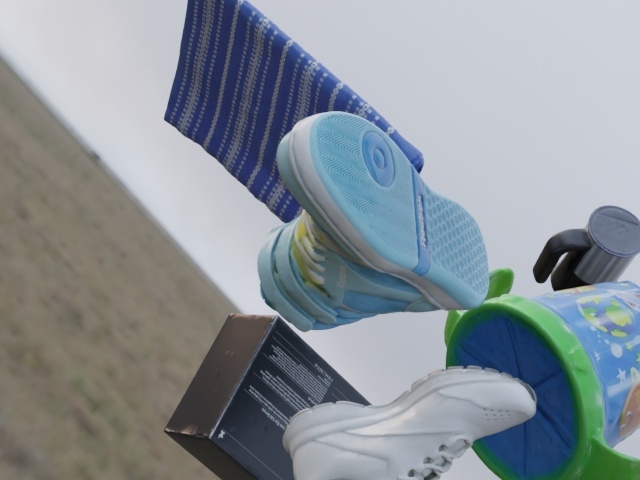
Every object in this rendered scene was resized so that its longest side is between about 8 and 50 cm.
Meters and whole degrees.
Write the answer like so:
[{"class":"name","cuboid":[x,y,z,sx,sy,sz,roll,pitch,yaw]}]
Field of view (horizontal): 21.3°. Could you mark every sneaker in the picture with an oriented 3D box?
[{"class":"sneaker","cuboid":[0.104,0.231,1.898,0.111,0.297,0.129,51,25,-49]},{"class":"sneaker","cuboid":[0.000,0.000,1.541,0.319,0.208,0.127,39,45,-50]}]

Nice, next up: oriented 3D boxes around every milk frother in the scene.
[{"class":"milk frother","cuboid":[0.365,0.054,2.248,0.143,0.129,0.135,60,-31,25]}]

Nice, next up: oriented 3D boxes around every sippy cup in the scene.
[{"class":"sippy cup","cuboid":[0.304,0.153,2.009,0.240,0.224,0.305,-33,-102,54]}]

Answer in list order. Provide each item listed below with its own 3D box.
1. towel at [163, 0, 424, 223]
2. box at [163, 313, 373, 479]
[{"class":"towel","cuboid":[-0.038,-0.110,1.810,0.336,0.040,0.243,42,-35,19]},{"class":"box","cuboid":[-0.048,0.241,2.174,0.103,0.184,0.261,-2,-38,46]}]
